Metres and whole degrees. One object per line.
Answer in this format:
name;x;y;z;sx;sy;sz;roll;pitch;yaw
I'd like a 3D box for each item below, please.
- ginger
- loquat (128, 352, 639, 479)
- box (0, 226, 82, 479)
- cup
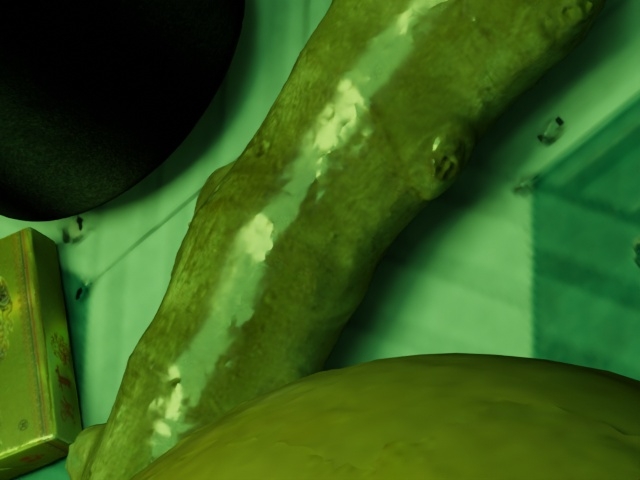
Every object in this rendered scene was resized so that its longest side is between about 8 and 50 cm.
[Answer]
ginger;-0.002;-0.002;0.636;0.118;0.065;0.299;21;81;49
loquat;0.038;0.154;0.438;0.263;0.263;0.263;-12;65;27
box;-0.161;0.062;0.731;0.156;0.022;0.089;-22;62;22
cup;-0.160;-0.109;0.699;0.239;0.177;0.166;3;67;36
